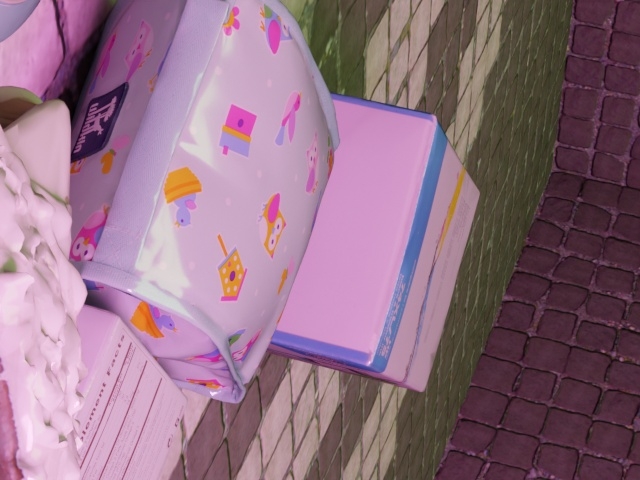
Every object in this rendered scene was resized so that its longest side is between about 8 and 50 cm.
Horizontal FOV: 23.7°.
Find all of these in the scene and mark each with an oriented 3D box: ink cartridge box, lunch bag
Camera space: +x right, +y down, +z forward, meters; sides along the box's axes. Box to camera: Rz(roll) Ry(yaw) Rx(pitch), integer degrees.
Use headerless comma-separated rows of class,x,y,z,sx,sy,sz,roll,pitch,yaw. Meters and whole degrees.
ink cartridge box,0.000,0.000,1.258,0.270,0.198,0.197,37,67,-74
lunch bag,-0.089,-0.036,0.978,0.262,0.160,0.223,77,31,-71

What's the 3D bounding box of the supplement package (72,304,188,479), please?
supplement package,-0.163,0.105,0.930,0.179,0.105,0.105,67,41,-66

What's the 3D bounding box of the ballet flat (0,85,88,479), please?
ballet flat,-0.144,-0.063,0.457,0.408,0.147,0.147,70,22,-9

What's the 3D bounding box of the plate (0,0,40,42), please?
plate,-0.164,-0.191,0.814,0.188,0.024,0.188,15,90,-76
